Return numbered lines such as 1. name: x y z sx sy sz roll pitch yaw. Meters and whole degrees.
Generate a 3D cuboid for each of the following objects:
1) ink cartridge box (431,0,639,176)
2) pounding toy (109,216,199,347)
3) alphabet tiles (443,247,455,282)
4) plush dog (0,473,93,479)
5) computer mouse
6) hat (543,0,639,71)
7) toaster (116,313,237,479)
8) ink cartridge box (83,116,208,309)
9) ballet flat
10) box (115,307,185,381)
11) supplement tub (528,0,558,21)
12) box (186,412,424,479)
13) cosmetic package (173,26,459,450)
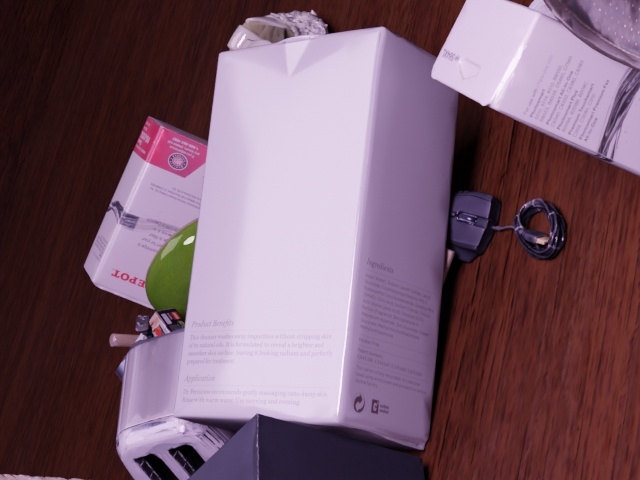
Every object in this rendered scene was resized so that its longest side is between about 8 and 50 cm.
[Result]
1. ink cartridge box: 0.213 -0.120 1.307 0.086 0.203 0.148 -65 22 7
2. pounding toy: -0.127 0.081 2.007 0.237 0.183 0.110 -57 50 26
3. alphabet tiles: 0.025 0.086 1.661 0.198 0.009 0.237 27 102 40
4. plush dog: -0.282 0.400 1.880 0.210 0.262 0.225 -12 61 37
5. computer mouse: 0.161 -0.015 1.547 0.242 0.041 0.071 6 74 67
6. hat: 0.318 -0.259 1.250 0.331 0.331 0.134 -71 -21 -9
7. toaster: -0.131 0.194 1.683 0.129 0.227 0.146 -17 40 18
8. ink cartridge box: -0.202 -0.027 2.232 0.237 0.172 0.100 -66 21 5
9. ballet flat: -0.051 -0.243 2.149 0.147 0.147 0.409 -63 21 10
10. box: -0.156 0.195 1.931 0.207 0.036 0.114 51 124 22
11. supplement tub: 0.234 -0.182 1.501 0.071 0.071 0.107 -57 23 24
12. box: -0.044 0.283 1.528 0.261 0.184 0.103 -46 38 42
13. cosmetic package: 0.000 0.000 1.581 0.217 0.156 0.385 -1 75 38
